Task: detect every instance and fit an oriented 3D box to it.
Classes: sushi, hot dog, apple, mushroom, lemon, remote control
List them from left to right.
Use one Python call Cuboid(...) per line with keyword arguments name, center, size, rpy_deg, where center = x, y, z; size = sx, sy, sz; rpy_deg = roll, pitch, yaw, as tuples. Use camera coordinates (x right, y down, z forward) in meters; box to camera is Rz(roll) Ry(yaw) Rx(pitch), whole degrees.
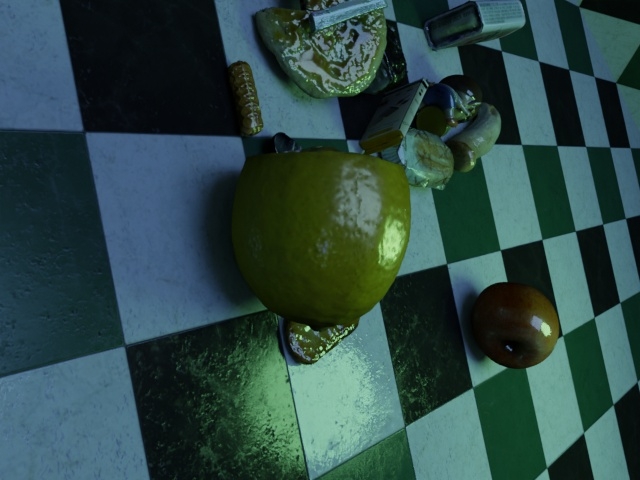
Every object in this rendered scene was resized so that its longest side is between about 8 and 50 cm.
Cuboid(name="remote control", center=(-0.028, -0.125, 1.464), size=(0.266, 0.066, 0.090), rpy_deg=(46, 35, -26))
Cuboid(name="lemon", center=(0.000, 0.000, 1.250), size=(0.364, 0.364, 0.364), rpy_deg=(17, 67, -46))
Cuboid(name="sushi", center=(0.125, -0.475, 1.683), size=(0.127, 0.124, 0.225), rpy_deg=(-36, 101, -52))
Cuboid(name="hot dog", center=(0.260, -0.217, 1.803), size=(0.270, 0.082, 0.162), rpy_deg=(6, 76, -45))
Cuboid(name="mushroom", center=(0.482, -0.322, 2.085), size=(0.123, 0.095, 0.351), rpy_deg=(47, 43, -6))
Cuboid(name="apple", center=(0.548, 0.230, 1.907), size=(0.254, 0.254, 0.253), rpy_deg=(17, 67, -46))

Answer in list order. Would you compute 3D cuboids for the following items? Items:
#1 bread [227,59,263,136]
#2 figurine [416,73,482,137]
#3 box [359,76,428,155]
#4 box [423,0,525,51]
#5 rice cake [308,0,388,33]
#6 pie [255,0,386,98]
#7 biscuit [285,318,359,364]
Cuboid(name="bread", center=(-0.152, -0.288, 1.367), size=(0.052, 0.044, 0.157), rpy_deg=(-9, 86, -44))
Cuboid(name="figurine", center=(0.377, -0.394, 1.946), size=(0.275, 0.161, 0.158), rpy_deg=(-29, 143, -47))
Cuboid(name="box", center=(0.183, -0.313, 1.700), size=(0.033, 0.129, 0.247), rpy_deg=(50, 46, -27))
Cuboid(name="box", center=(0.489, -0.679, 2.115), size=(0.370, 0.190, 0.112), rpy_deg=(-28, 101, -48))
Cuboid(name="rice cake", center=(0.063, -0.506, 1.480), size=(0.211, 0.034, 0.043), rpy_deg=(-27, 106, -24))
Cuboid(name="pie", center=(0.020, -0.479, 1.518), size=(0.338, 0.075, 0.337), rpy_deg=(1, 88, -24))
Cuboid(name="biscuit", center=(0.009, 0.174, 1.441), size=(0.247, 0.029, 0.118), rpy_deg=(-31, 97, -49))
